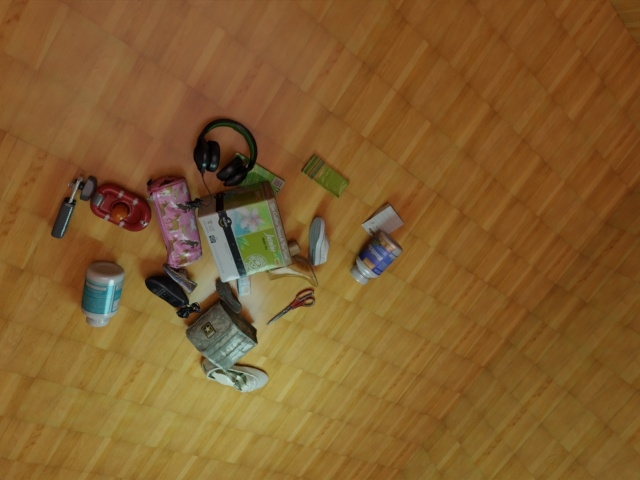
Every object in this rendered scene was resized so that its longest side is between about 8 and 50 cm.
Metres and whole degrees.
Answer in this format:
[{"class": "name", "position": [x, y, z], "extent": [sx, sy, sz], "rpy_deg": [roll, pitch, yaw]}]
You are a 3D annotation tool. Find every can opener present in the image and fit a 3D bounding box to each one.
[{"class": "can opener", "position": [-0.980, -0.132, 1.625], "extent": [0.093, 0.074, 0.280], "rpy_deg": [26, 103, -28]}]

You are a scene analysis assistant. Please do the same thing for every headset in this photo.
[{"class": "headset", "position": [-0.420, -0.303, 1.683], "extent": [0.243, 0.185, 0.394], "rpy_deg": [31, 70, -23]}]

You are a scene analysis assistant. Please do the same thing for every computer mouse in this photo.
[{"class": "computer mouse", "position": [-0.677, 0.244, 1.887], "extent": [0.188, 0.072, 0.272], "rpy_deg": [-23, 121, 40]}]

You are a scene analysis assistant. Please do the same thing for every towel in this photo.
[{"class": "towel", "position": [0.028, -0.299, 1.940], "extent": [0.237, 0.021, 0.102], "rpy_deg": [33, 100, -29]}]

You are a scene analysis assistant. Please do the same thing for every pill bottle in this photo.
[{"class": "pill bottle", "position": [-0.938, 0.234, 1.764], "extent": [0.146, 0.146, 0.264], "rpy_deg": [11, 109, -24]}, {"class": "pill bottle", "position": [0.281, 0.096, 2.125], "extent": [0.152, 0.152, 0.272], "rpy_deg": [34, 106, -29]}]

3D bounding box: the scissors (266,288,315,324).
[{"class": "scissors", "position": [-0.163, 0.347, 2.167], "extent": [0.297, 0.021, 0.109], "rpy_deg": [-23, 121, -8]}]

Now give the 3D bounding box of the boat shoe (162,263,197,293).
[{"class": "boat shoe", "position": [-0.644, 0.164, 1.891], "extent": [0.066, 0.066, 0.183], "rpy_deg": [-47, 117, -16]}]

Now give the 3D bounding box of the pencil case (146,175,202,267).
[{"class": "pencil case", "position": [-0.609, -0.076, 1.735], "extent": [0.167, 0.160, 0.386], "rpy_deg": [-14, 118, -14]}]

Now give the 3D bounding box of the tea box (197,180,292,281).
[{"class": "tea box", "position": [-0.324, -0.042, 1.797], "extent": [0.323, 0.220, 0.329], "rpy_deg": [-17, 120, -6]}]

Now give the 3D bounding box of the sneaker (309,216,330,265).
[{"class": "sneaker", "position": [0.000, 0.000, 2.037], "extent": [0.091, 0.094, 0.258], "rpy_deg": [-12, 123, -35]}]

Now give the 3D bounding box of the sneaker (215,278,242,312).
[{"class": "sneaker", "position": [-0.452, 0.272, 2.006], "extent": [0.066, 0.071, 0.188], "rpy_deg": [-32, 98, -13]}]

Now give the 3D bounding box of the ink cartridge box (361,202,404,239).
[{"class": "ink cartridge box", "position": [0.322, -0.094, 2.138], "extent": [0.179, 0.045, 0.145], "rpy_deg": [-32, 122, 18]}]

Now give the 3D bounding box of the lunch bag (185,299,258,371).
[{"class": "lunch bag", "position": [-0.486, 0.460, 2.020], "extent": [0.235, 0.169, 0.287], "rpy_deg": [-41, 112, 5]}]

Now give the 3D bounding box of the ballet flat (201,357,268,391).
[{"class": "ballet flat", "position": [-0.446, 0.731, 2.174], "extent": [0.400, 0.139, 0.139], "rpy_deg": [31, 100, -29]}]

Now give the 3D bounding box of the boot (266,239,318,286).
[{"class": "boot", "position": [-0.154, 0.154, 2.044], "extent": [0.211, 0.104, 0.295], "rpy_deg": [-28, 115, 0]}]

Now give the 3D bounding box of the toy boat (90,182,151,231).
[{"class": "toy boat", "position": [-0.800, -0.119, 1.650], "extent": [0.231, 0.151, 0.151], "rpy_deg": [29, 101, -28]}]

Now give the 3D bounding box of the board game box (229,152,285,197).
[{"class": "board game box", "position": [-0.294, -0.277, 1.827], "extent": [0.259, 0.039, 0.124], "rpy_deg": [29, 101, -30]}]

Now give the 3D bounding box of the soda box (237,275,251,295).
[{"class": "soda box", "position": [-0.374, 0.174, 1.989], "extent": [0.062, 0.058, 0.183], "rpy_deg": [-6, 114, -17]}]
